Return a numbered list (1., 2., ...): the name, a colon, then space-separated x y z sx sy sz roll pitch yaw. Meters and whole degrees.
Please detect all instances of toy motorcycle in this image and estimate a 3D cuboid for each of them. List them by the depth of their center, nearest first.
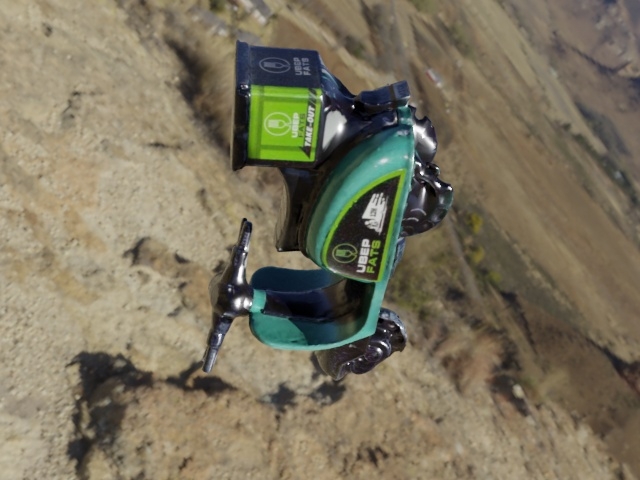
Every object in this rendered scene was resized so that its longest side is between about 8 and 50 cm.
1. toy motorcycle: 0.000 0.000 0.384 0.100 0.173 0.058 3 40 -7
